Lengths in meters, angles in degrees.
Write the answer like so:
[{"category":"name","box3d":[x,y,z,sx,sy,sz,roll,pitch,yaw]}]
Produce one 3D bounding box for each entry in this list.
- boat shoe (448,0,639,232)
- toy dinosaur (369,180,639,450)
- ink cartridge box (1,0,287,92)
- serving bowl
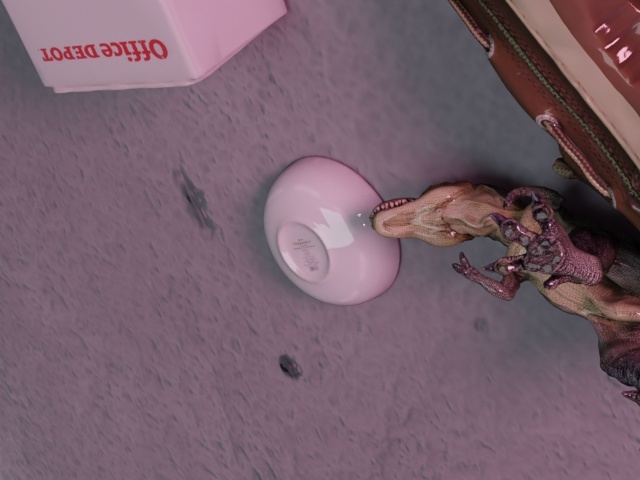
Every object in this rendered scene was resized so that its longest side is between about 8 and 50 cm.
[{"category":"boat shoe","box3d":[0.130,-0.048,0.498,0.257,0.095,0.095,56,157,5]},{"category":"toy dinosaur","box3d":[0.125,0.030,0.534,0.268,0.118,0.064,32,104,23]},{"category":"ink cartridge box","box3d":[-0.109,-0.165,0.637,0.127,0.072,0.175,4,127,43]},{"category":"serving bowl","box3d":[0.000,0.000,0.692,0.083,0.027,0.083,25,132,31]}]
